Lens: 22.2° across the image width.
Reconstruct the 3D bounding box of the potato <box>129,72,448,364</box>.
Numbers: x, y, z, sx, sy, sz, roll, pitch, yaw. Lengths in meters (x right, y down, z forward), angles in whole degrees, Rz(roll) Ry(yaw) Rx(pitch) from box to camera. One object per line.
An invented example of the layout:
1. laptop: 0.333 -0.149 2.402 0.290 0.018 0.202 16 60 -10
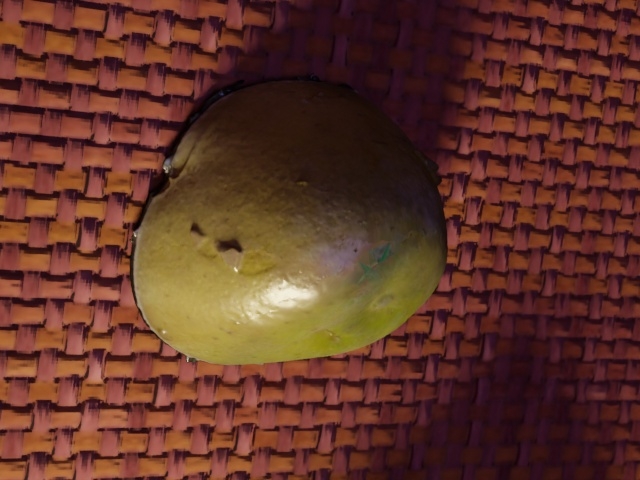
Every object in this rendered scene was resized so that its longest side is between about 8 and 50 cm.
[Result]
1. potato: 0.000 0.000 0.974 0.202 0.117 0.182 -9 108 -32
